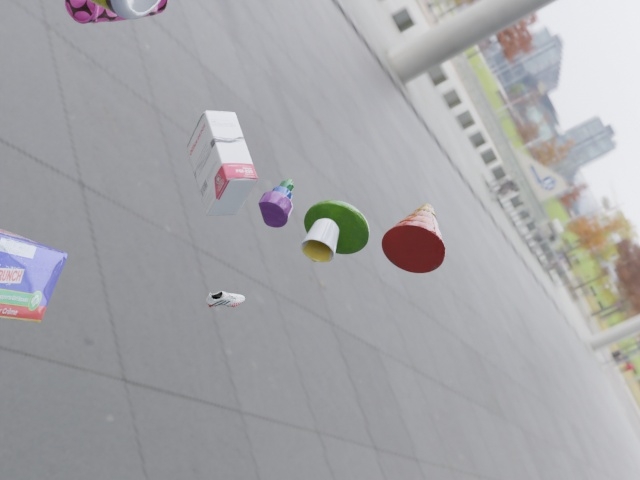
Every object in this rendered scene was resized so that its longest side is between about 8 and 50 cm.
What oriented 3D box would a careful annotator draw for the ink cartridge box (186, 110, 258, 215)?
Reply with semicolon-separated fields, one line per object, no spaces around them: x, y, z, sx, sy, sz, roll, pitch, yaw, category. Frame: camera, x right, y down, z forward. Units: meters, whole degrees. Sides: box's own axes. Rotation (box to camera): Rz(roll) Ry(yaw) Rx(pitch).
-0.249;-0.192;2.168;0.092;0.158;0.217;-4;58;-32;ink cartridge box

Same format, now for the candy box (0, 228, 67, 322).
-0.558;0.006;1.189;0.268;0.317;0.122;40;67;-75;candy box

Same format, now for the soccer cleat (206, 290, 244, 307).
-0.197;0.120;1.810;0.035;0.083;0.029;108;-28;-44;soccer cleat

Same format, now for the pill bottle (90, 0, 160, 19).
-0.319;-0.394;1.185;0.215;0.117;0.117;30;7;15;pill bottle

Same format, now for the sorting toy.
0.070;-0.053;1.653;0.127;0.366;0.126;92;16;-46;sorting toy

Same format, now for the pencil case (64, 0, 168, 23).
-0.405;-0.494;1.747;0.209;0.098;0.095;-29;79;-46;pencil case

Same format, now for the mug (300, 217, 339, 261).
-0.001;-0.003;1.543;0.062;0.078;0.064;40;50;-24;mug
